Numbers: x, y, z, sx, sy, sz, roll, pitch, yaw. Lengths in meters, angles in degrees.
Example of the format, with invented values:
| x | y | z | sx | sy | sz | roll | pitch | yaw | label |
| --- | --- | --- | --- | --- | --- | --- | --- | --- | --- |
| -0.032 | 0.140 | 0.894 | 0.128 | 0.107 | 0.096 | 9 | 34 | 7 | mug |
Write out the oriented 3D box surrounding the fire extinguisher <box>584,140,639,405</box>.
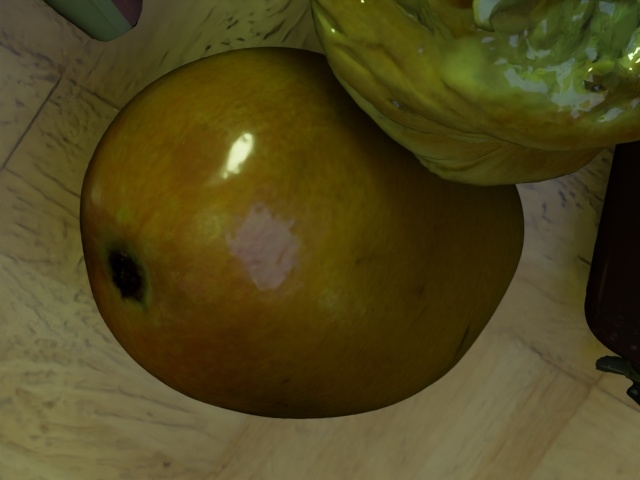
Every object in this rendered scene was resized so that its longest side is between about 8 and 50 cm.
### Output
| x | y | z | sx | sy | sz | roll | pitch | yaw | label |
| --- | --- | --- | --- | --- | --- | --- | --- | --- | --- |
| 0.253 | -0.018 | 1.267 | 0.114 | 0.135 | 0.337 | -17 | 125 | -44 | fire extinguisher |

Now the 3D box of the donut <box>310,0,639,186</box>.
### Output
| x | y | z | sx | sy | sz | roll | pitch | yaw | label |
| --- | --- | --- | --- | --- | --- | --- | --- | --- | --- |
| 0.128 | -0.205 | 0.993 | 0.360 | 0.170 | 0.360 | -2 | 94 | -28 | donut |

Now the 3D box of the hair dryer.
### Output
| x | y | z | sx | sy | sz | roll | pitch | yaw | label |
| --- | --- | --- | --- | --- | --- | --- | --- | --- | --- |
| -0.182 | -0.121 | 1.023 | 0.154 | 0.054 | 0.106 | -35 | 132 | 2 | hair dryer |

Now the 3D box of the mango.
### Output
| x | y | z | sx | sy | sz | roll | pitch | yaw | label |
| --- | --- | --- | --- | --- | --- | --- | --- | --- | --- |
| 0.000 | 0.000 | 1.111 | 0.317 | 0.173 | 0.211 | 8 | 99 | -46 | mango |
